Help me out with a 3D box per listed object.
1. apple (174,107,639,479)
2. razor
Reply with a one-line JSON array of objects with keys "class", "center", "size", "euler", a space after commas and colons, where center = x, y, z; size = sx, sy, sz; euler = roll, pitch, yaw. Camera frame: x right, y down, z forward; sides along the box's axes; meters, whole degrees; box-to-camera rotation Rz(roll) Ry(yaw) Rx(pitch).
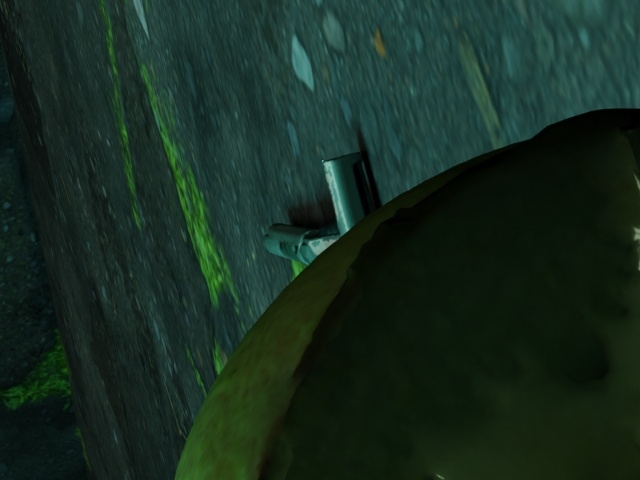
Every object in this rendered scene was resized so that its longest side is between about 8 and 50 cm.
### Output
[{"class": "apple", "center": [0.058, 0.075, 0.484], "size": [0.174, 0.188, 0.207], "euler": [-142, 35, -62]}, {"class": "razor", "center": [-0.007, 0.002, 1.013], "size": [0.211, 0.035, 0.084], "euler": [179, 77, -76]}]
